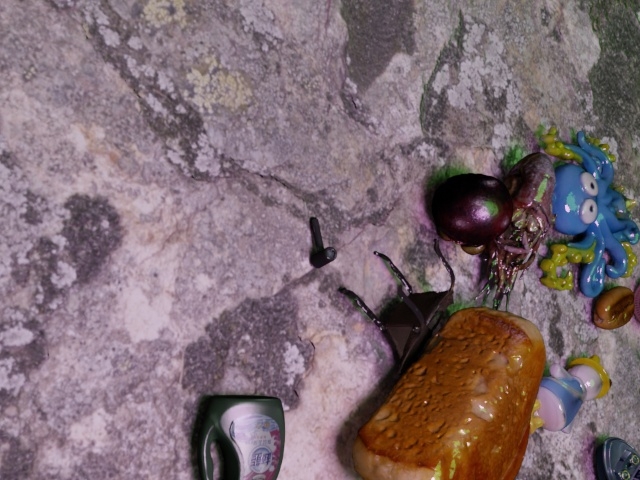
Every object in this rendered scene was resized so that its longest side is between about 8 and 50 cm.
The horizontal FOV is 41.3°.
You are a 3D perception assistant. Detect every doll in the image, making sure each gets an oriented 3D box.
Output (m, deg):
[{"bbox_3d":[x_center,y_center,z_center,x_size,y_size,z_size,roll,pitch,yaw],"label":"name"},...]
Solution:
[{"bbox_3d":[0.493,0.304,1.688,0.241,0.099,0.135,-24,77,-36],"label":"doll"},{"bbox_3d":[0.571,-0.053,1.778,0.341,0.099,0.346,16,79,-32],"label":"doll"}]

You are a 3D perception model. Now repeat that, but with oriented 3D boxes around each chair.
[{"bbox_3d":[0.157,0.122,1.435,0.174,0.149,0.213,-48,118,-34],"label":"chair"}]

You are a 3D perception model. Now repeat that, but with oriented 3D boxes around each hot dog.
[{"bbox_3d":[0.235,0.310,1.431,0.405,0.185,0.223,-45,129,-32],"label":"hot dog"},{"bbox_3d":[0.635,0.141,1.830,0.140,0.060,0.089,-26,114,-29],"label":"hot dog"}]

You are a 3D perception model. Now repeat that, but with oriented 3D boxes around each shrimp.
[{"bbox_3d":[0.370,-0.008,1.603,0.116,0.145,0.343,25,77,-29],"label":"shrimp"}]

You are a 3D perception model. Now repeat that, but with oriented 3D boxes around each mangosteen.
[{"bbox_3d":[0.273,-0.048,1.534,0.152,0.152,0.152,4,83,-36],"label":"mangosteen"}]

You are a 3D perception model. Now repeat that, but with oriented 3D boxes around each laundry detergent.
[{"bbox_3d":[-0.120,0.337,1.260,0.137,0.063,0.210,9,83,-33],"label":"laundry detergent"}]

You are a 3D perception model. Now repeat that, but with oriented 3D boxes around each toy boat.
[{"bbox_3d":[0.664,0.525,1.774,0.114,0.122,0.296,-44,110,-30],"label":"toy boat"}]

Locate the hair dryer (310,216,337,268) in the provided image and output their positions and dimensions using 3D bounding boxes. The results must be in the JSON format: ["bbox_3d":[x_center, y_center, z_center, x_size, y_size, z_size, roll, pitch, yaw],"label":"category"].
[{"bbox_3d":[0.000,0.000,1.394,0.026,0.047,0.083,1,71,-36],"label":"hair dryer"}]

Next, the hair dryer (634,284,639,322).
[{"bbox_3d":[0.806,0.261,1.926,0.210,0.125,0.352,6,92,-37],"label":"hair dryer"}]
